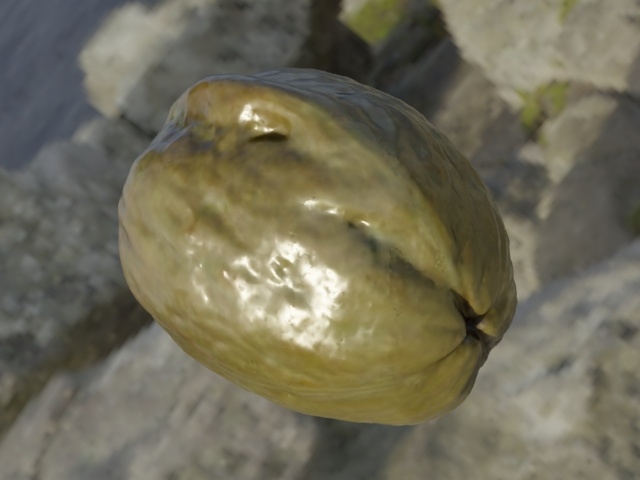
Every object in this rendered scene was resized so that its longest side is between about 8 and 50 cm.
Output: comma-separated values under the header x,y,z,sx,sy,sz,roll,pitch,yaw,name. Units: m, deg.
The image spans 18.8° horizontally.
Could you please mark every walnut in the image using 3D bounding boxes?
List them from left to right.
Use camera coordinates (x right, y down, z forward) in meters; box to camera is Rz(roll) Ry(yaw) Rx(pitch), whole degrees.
x,y,z,sx,sy,sz,roll,pitch,yaw,name
0.000,0.000,1.318,0.227,0.283,0.283,-47,22,-24,walnut
